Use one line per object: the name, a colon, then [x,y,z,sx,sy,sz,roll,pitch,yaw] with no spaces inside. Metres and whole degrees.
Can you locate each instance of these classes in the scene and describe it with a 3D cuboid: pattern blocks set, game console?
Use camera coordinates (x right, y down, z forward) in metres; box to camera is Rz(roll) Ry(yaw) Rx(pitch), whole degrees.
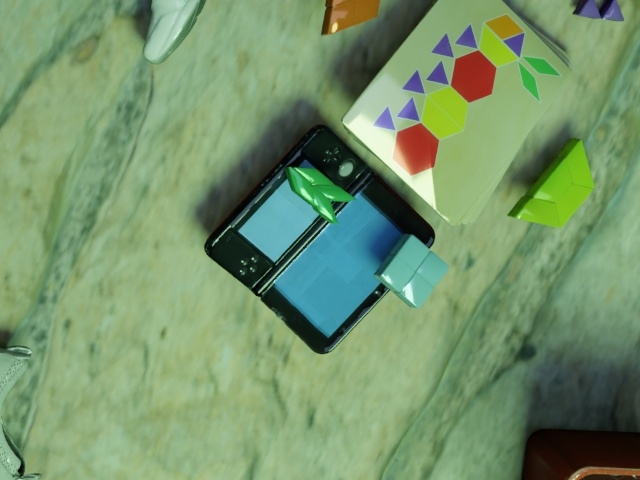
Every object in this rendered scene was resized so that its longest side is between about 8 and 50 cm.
pattern blocks set: [0.115,-0.121,1.584,0.325,0.026,0.285,-43,108,-13]
game console: [0.000,0.000,1.583,0.144,0.085,0.124,-47,141,1]

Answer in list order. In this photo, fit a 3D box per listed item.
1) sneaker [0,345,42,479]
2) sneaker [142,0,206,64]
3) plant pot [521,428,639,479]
sneaker: [-0.283,0.212,1.568,0.115,0.105,0.281,0,103,-12]
sneaker: [-0.114,-0.215,1.536,0.061,0.054,0.152,22,95,0]
plant pot: [0.284,0.282,1.635,0.267,0.236,0.267,4,103,-12]
